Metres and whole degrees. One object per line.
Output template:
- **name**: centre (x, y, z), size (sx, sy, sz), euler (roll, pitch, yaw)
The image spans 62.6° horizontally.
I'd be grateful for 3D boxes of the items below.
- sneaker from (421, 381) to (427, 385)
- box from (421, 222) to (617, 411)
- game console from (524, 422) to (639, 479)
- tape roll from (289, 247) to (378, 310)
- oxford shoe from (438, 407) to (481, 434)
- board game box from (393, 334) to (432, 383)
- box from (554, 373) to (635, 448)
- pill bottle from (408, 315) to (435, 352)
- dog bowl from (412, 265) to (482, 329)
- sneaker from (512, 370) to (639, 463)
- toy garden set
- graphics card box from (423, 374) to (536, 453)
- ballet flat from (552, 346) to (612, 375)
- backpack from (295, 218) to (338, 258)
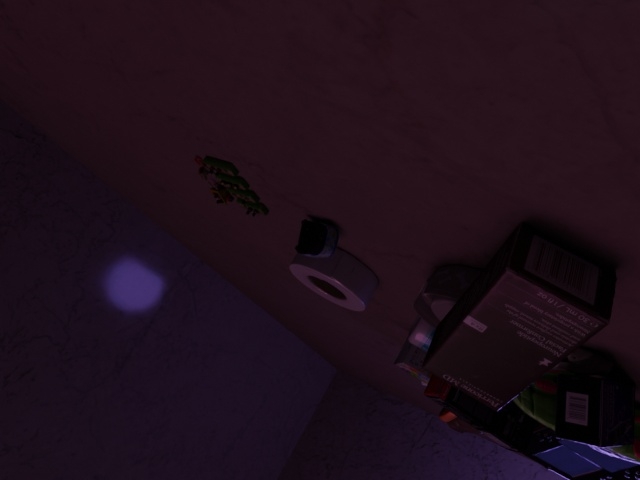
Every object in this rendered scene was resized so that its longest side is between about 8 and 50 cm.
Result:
- **sneaker**: centre (0.494, 0.568, 2.132), size (0.169, 0.108, 0.292), euler (16, 162, 1)
- **box**: centre (0.368, 0.165, 1.034), size (0.191, 0.143, 0.381), euler (29, 140, 8)
- **game console**: centre (0.859, 0.688, 1.710), size (0.387, 0.060, 0.342), euler (31, 131, -8)
- **tape roll**: centre (0.043, 0.116, 1.711), size (0.286, 0.100, 0.286), euler (29, 162, 10)
- **oxford shoe**: centre (0.580, 0.622, 1.917), size (0.133, 0.130, 0.363), euler (45, 149, 7)
- **board game box**: centre (0.433, 0.461, 1.925), size (0.275, 0.144, 0.142), euler (32, 163, 3)
- **box**: centre (0.666, 0.408, 1.272), size (0.207, 0.153, 0.108), euler (14, 168, -39)
- **pill bottle**: centre (0.400, 0.293, 1.528), size (0.264, 0.146, 0.146), euler (29, 162, 7)
- **dog bowl**: centre (0.403, 0.185, 1.306), size (0.349, 0.102, 0.348), euler (28, 162, 10)
- **sneaker**: centre (0.718, 0.489, 1.475), size (0.483, 0.185, 0.202), euler (29, 158, 10)
- **toy garden set**: centre (-0.295, -0.162, 1.602), size (0.204, 0.049, 0.244), euler (20, 159, 33)
- **graphics card box**: centre (0.530, 0.480, 1.674), size (0.371, 0.232, 0.094), euler (34, 158, -11)
- **ballet flat**: centre (0.615, 0.291, 1.308), size (0.068, 0.072, 0.213), euler (64, 155, -2)
- **backpack**: centre (0.000, 0.000, 1.476), size (0.084, 0.104, 0.114), euler (17, 175, -40)
